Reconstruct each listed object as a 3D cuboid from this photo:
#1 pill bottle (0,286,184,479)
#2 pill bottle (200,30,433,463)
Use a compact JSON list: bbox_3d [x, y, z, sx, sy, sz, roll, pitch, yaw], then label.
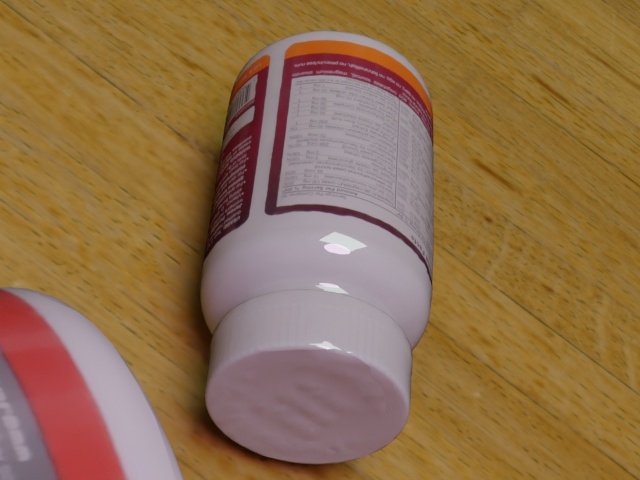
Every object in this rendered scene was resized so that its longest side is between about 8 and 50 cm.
[{"bbox_3d":[-0.225,0.134,0.353,0.363,0.210,0.210,-7,57,-33],"label":"pill bottle"},{"bbox_3d":[0.000,0.000,0.737,0.121,0.121,0.221,20,46,-16],"label":"pill bottle"}]
